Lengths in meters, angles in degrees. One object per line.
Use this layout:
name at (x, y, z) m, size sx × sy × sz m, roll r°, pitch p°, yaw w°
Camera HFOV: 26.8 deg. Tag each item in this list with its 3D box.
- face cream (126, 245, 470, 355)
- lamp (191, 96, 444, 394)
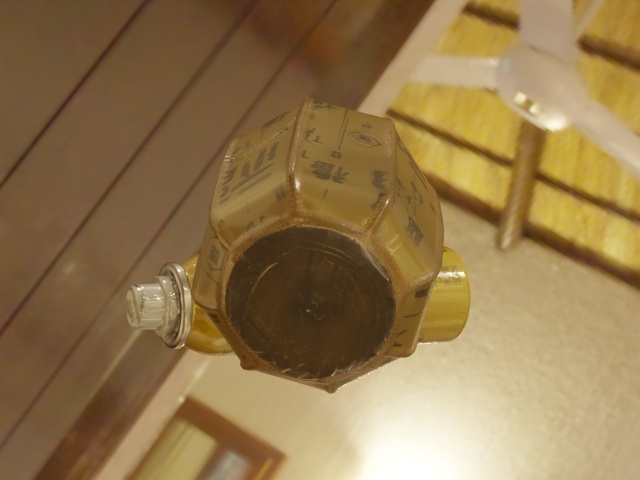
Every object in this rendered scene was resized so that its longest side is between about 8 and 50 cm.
face cream at (-0.023, 0.060, 1.348) m, size 0.348 × 0.105 × 0.105 m, roll -1°, pitch 1°, yaw -26°
lamp at (0.000, 0.000, 0.866) m, size 0.161 × 0.161 × 0.185 m, roll 38°, pitch 21°, yaw -11°
